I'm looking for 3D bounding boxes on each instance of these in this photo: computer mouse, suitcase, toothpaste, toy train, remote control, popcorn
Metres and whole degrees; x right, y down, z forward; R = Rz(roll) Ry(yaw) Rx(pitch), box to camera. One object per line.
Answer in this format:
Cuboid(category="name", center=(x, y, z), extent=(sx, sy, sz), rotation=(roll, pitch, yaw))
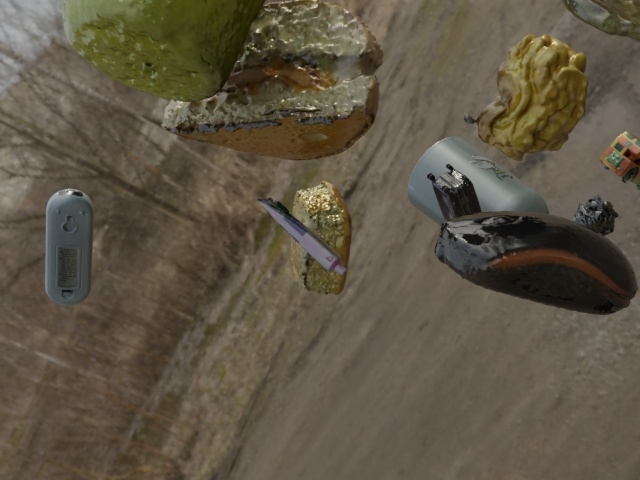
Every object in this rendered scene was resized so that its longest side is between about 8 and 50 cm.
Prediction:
Cuboid(category="computer mouse", center=(0.336, 0.018, 1.290), extent=(0.183, 0.323, 0.116), rotation=(-107, 31, -67))
Cuboid(category="suitcase", center=(0.255, -0.072, 1.580), extent=(0.059, 0.126, 0.086), rotation=(-27, 31, -5))
Cuboid(category="toothpaste", center=(-0.026, -0.008, 1.239), extent=(0.028, 0.170, 0.045), rotation=(-54, -17, 21))
Cuboid(category="toy train", center=(0.710, -0.177, 1.904), extent=(0.072, 0.188, 0.099), rotation=(47, 114, 39))
Cuboid(category="remote control", center=(-0.474, 0.019, 1.594), extent=(0.047, 0.087, 0.244), rotation=(-107, 24, -59))
Cuboid(category="popcorn", center=(0.343, -0.216, 1.325), extent=(0.140, 0.163, 0.194), rotation=(45, 113, 49))

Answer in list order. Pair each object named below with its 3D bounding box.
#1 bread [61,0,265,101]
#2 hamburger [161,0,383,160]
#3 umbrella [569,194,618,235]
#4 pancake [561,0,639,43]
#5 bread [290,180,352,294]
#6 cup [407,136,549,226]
Cuboid(category="bread", center=(-0.258, -0.418, 1.418), extent=(0.348, 0.348, 0.308), rotation=(166, 121, -69))
Cuboid(category="hamburger", center=(-0.063, -0.297, 1.656), extent=(0.445, 0.287, 0.268), rotation=(-2, 76, 24))
Cuboid(category="umbrella", center=(0.675, -0.024, 2.312), extent=(0.272, 0.122, 0.110), rotation=(-27, 1, 39))
Cuboid(category="pancake", center=(0.394, -0.256, 1.009), extent=(0.222, 0.236, 0.042), rotation=(-83, 9, -59))
Cuboid(category="bread", center=(0.000, 0.000, 1.856), extent=(0.174, 0.121, 0.246), rotation=(-107, 14, -50))
Cuboid(category="cup", center=(0.382, -0.089, 2.012), extent=(0.312, 0.205, 0.206), rotation=(42, 107, 37))
